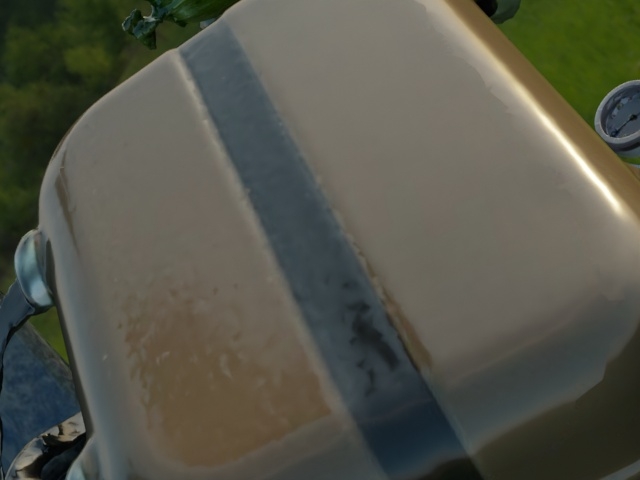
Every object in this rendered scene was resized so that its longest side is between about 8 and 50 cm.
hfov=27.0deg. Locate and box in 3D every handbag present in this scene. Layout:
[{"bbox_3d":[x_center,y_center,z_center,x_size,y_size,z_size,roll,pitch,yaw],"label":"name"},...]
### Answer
[{"bbox_3d":[-0.011,0.038,0.515,0.283,0.149,0.302,-32,40,4],"label":"handbag"}]

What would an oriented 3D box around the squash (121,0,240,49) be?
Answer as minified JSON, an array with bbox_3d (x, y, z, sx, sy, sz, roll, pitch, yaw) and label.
[{"bbox_3d":[-0.032,-0.311,1.174,0.378,0.101,0.101,-45,29,6],"label":"squash"}]

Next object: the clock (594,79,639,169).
[{"bbox_3d":[0.280,-0.083,1.133,0.087,0.041,0.129,-51,40,5],"label":"clock"}]

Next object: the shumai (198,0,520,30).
[{"bbox_3d":[0.051,-0.256,1.453,0.288,0.330,0.292,-35,54,25],"label":"shumai"}]

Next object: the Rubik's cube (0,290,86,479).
[{"bbox_3d":[-0.431,0.157,1.180,0.316,0.318,0.313,-44,13,-27],"label":"Rubik's cube"}]
